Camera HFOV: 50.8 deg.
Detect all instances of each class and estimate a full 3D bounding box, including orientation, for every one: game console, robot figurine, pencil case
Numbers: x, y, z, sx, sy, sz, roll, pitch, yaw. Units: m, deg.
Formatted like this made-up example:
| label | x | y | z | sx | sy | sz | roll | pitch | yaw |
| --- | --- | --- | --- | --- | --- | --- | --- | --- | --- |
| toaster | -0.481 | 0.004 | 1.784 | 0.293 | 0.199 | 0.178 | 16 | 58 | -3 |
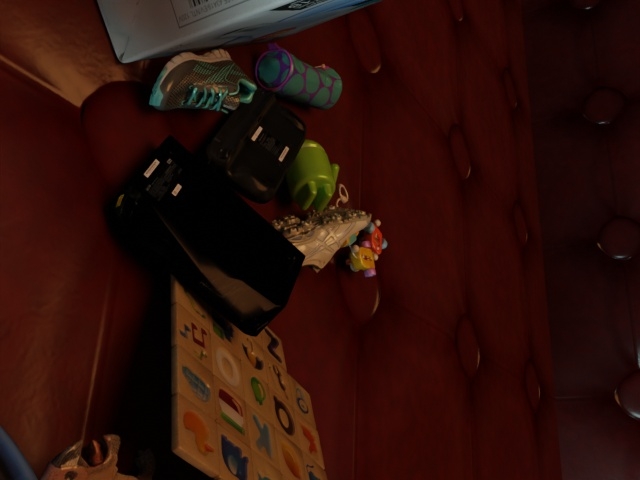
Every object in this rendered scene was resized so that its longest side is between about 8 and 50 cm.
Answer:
| label | x | y | z | sx | sy | sz | roll | pitch | yaw |
| --- | --- | --- | --- | --- | --- | --- | --- | --- | --- |
| game console | -0.090 | -0.070 | 0.819 | 0.213 | 0.044 | 0.361 | 43 | 38 | -17 |
| robot figurine | -0.017 | -0.096 | 0.959 | 0.101 | 0.067 | 0.115 | 4 | 51 | -27 |
| pencil case | -0.030 | -0.241 | 1.005 | 0.152 | 0.064 | 0.070 | 0 | 96 | -60 |

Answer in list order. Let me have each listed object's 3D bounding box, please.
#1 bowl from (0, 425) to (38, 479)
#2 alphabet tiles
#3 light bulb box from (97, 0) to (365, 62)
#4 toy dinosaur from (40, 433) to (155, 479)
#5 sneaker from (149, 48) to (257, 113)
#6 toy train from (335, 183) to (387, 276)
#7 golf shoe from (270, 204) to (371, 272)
| label | x | y | z | sx | sy | sz | roll | pitch | yaw |
| --- | --- | --- | --- | --- | --- | --- | --- | --- | --- |
| bowl | -0.267 | 0.160 | 0.194 | 0.391 | 0.391 | 0.077 | -41 | 153 | -56 |
| alphabet tiles | -0.067 | 0.187 | 0.714 | 0.285 | 0.011 | 0.342 | 52 | 14 | -38 |
| light bulb box | -0.025 | -0.373 | 0.771 | 0.361 | 0.358 | 0.225 | -35 | 112 | -56 |
| toy dinosaur | -0.163 | 0.292 | 0.544 | 0.200 | 0.127 | 0.295 | -7 | 85 | -59 |
| sneaker | -0.131 | -0.180 | 0.792 | 0.076 | 0.065 | 0.166 | 38 | 36 | 7 |
| toy train | 0.052 | -0.009 | 1.090 | 0.166 | 0.046 | 0.125 | 46 | 37 | -42 |
| golf shoe | 0.000 | 0.000 | 0.963 | 0.176 | 0.069 | 0.086 | -15 | 114 | -36 |
